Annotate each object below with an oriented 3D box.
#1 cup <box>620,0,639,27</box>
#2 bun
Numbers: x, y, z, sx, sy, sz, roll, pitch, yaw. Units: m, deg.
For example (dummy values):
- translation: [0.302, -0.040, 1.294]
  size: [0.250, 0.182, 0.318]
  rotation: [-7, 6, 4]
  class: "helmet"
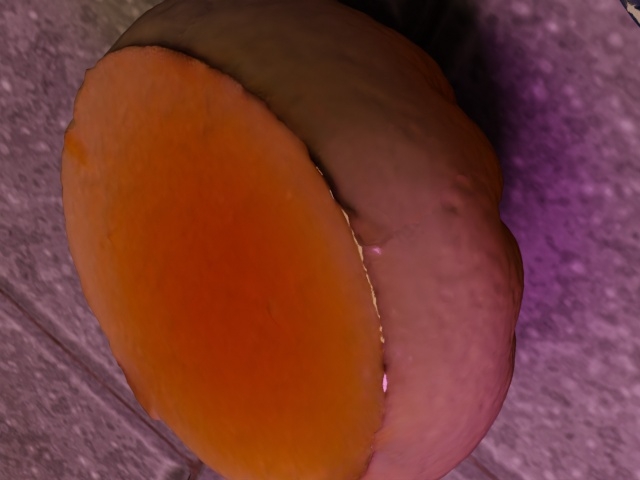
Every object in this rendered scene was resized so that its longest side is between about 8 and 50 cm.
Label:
- translation: [0.208, -0.143, 0.725]
  size: [0.138, 0.150, 0.113]
  rotation: [-40, 58, 52]
  class: "cup"
- translation: [0.000, 0.000, 1.001]
  size: [0.299, 0.164, 0.299]
  rotation: [29, 131, 41]
  class: "bun"
